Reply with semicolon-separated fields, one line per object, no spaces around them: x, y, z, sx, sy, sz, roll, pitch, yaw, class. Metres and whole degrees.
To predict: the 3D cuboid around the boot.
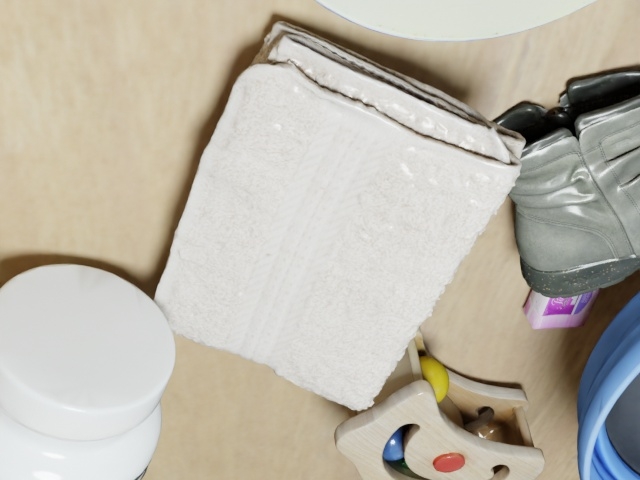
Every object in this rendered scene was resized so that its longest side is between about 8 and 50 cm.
0.247;-0.055;0.796;0.247;0.083;0.161;-18;132;2;boot

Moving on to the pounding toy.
0.116;0.201;0.968;0.154;0.155;0.269;-20;138;12;pounding toy

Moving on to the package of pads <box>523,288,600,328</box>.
0.204;0.039;0.913;0.050;0.032;0.083;-4;137;-14;package of pads

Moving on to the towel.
0.000;0.000;0.750;0.187;0.049;0.282;24;130;-1;towel

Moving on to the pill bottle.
-0.213;0.157;0.827;0.162;0.162;0.278;9;132;-24;pill bottle

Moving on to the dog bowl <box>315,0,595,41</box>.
0.076;-0.232;0.536;0.265;0.104;0.265;-8;137;-8;dog bowl

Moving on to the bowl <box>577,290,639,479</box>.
0.393;0.125;0.864;0.391;0.077;0.391;-2;130;-3;bowl
